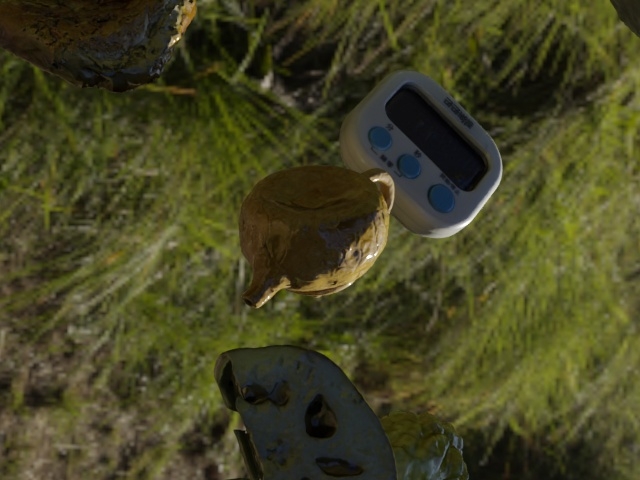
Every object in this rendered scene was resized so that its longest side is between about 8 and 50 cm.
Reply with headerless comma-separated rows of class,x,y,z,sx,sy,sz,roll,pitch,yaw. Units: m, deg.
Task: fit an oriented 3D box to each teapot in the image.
teapot,0.000,0.000,1.585,0.311,0.203,0.167,-33,131,-41

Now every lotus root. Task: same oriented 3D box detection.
lotus root,-0.011,0.199,1.056,0.235,0.138,0.119,63,-25,18

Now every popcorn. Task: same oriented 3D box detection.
popcorn,0.089,0.333,1.408,0.237,0.206,0.251,165,-87,-80

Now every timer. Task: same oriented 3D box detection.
timer,0.162,-0.138,1.864,0.262,0.087,0.237,45,52,-4

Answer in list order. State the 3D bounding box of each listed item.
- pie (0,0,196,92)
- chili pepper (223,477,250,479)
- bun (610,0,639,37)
pie,-0.287,-0.308,1.468,0.085,0.308,0.308,82,18,-46
chili pepper,-0.029,0.313,1.273,0.073,0.204,0.072,-51,141,-44
bun,0.389,-0.346,1.069,0.362,0.211,0.362,-55,-171,13
